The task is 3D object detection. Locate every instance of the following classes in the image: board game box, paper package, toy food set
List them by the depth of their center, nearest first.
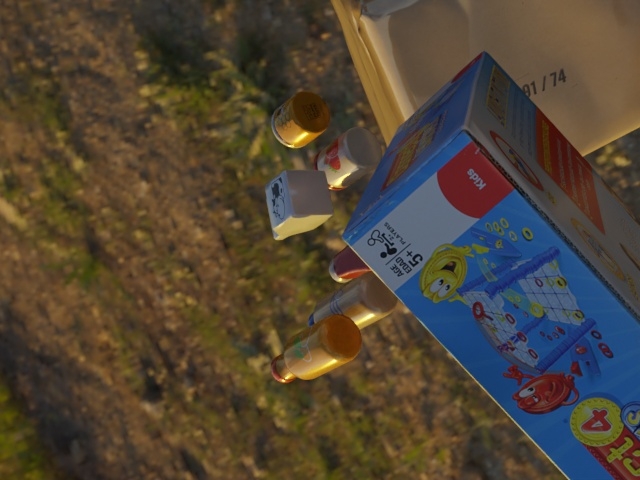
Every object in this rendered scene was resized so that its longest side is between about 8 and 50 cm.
[{"bbox_3d":[0.163,0.041,0.805,0.086,0.308,0.302,-42,95,17],"label":"board game box"},{"bbox_3d":[0.000,0.000,1.125,0.104,0.111,0.232,-33,64,53],"label":"toy food set"},{"bbox_3d":[0.200,-0.225,1.435,0.309,0.325,0.168,66,176,-39],"label":"paper package"}]
